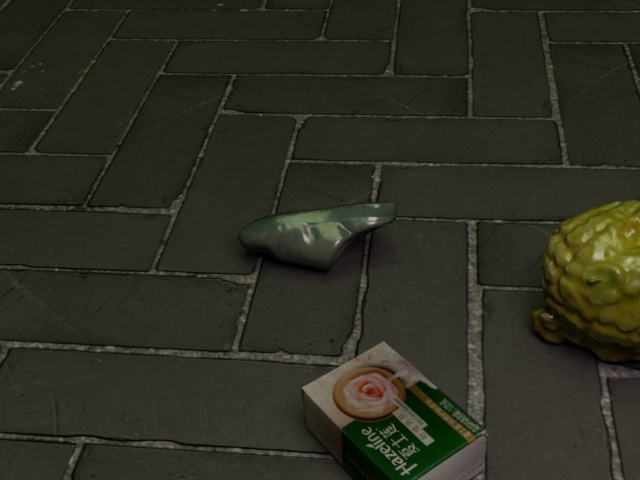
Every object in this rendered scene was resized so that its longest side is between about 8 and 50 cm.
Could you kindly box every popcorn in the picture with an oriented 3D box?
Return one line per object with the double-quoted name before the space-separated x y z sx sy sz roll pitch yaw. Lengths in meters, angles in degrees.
"popcorn" 0.404 0.061 1.209 0.236 0.251 0.206 12 51 -38

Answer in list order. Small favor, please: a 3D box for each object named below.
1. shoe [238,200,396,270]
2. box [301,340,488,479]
"shoe" 0.000 0.000 1.400 0.250 0.103 0.100 -13 80 9
"box" 0.086 0.228 1.099 0.135 0.081 0.199 -26 41 -27
